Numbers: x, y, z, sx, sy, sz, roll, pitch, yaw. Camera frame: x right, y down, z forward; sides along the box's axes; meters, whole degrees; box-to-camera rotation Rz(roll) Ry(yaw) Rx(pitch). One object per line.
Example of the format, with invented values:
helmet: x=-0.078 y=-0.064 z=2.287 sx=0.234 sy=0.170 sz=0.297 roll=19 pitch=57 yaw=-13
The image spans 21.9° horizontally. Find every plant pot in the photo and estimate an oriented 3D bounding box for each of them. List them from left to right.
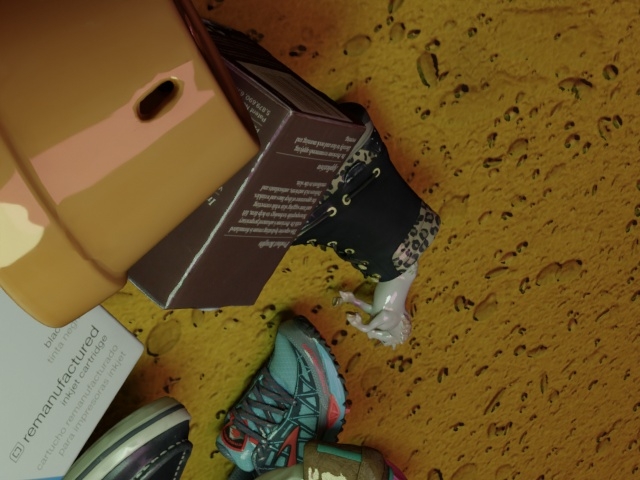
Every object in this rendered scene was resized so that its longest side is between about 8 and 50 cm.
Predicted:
plant pot: x=-0.178 y=-0.107 z=1.246 sx=0.203 sy=0.291 sz=0.291 roll=-27 pitch=136 yaw=4

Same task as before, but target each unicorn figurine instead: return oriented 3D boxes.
unicorn figurine: x=0.067 y=0.061 z=1.778 sx=0.111 sy=0.060 sz=0.162 roll=11 pitch=117 yaw=-37

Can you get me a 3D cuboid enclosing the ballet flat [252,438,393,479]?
ballet flat: x=-0.057 y=0.322 z=1.764 sx=0.124 sy=0.116 sz=0.342 roll=27 pitch=127 yaw=-14

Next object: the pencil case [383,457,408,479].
pencil case: x=0.012 y=0.333 z=1.923 sx=0.209 sy=0.095 sz=0.098 roll=-44 pitch=122 yaw=-5

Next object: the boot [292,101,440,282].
boot: x=0.002 y=0.000 z=1.646 sx=0.236 sy=0.085 sz=0.178 roll=-46 pitch=126 yaw=-5

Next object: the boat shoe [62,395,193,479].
boat shoe: x=-0.228 y=0.374 z=1.681 sx=0.187 sy=0.156 sz=0.500 roll=-19 pitch=140 yaw=-61

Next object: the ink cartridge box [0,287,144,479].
ink cartridge box: x=-0.366 y=0.086 z=1.328 sx=0.285 sy=0.166 sz=0.395 roll=-59 pitch=138 yaw=-17

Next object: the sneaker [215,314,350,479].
sneaker: x=-0.047 y=0.200 z=1.765 sx=0.125 sy=0.104 sz=0.262 roll=-14 pitch=129 yaw=-27

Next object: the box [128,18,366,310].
box: x=-0.102 y=-0.068 z=1.439 sx=0.203 sy=0.167 sz=0.168 roll=-56 pitch=160 yaw=12
